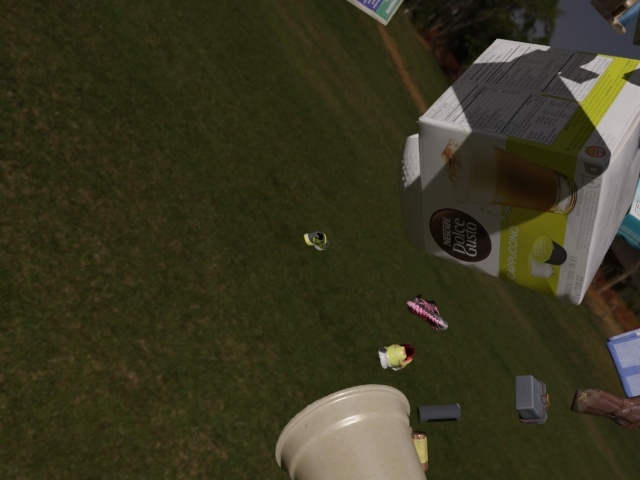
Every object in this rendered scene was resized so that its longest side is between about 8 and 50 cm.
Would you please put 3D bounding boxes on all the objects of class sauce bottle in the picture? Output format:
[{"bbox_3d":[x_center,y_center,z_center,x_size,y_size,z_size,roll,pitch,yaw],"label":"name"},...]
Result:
[{"bbox_3d":[0.239,0.530,1.484,0.042,0.042,0.128,7,81,-67],"label":"sauce bottle"}]

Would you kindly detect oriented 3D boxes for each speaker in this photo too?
[{"bbox_3d":[0.381,0.558,1.977,0.055,0.136,0.055,178,-90,-87],"label":"speaker"}]

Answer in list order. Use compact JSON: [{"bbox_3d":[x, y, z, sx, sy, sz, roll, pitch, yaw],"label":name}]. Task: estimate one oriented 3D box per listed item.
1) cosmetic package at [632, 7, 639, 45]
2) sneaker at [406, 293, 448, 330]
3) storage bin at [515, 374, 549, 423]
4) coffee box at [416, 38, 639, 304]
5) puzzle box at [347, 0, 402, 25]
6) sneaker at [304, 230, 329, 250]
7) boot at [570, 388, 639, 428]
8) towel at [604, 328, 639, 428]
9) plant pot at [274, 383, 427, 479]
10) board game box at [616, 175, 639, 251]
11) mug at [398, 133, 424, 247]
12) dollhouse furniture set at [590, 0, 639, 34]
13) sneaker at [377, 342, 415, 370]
[{"bbox_3d":[0.463,-0.358,0.647,0.160,0.310,0.113,10,3,0],"label":"cosmetic package"},{"bbox_3d":[0.262,0.167,1.456,0.119,0.057,0.047,35,-26,38],"label":"sneaker"},{"bbox_3d":[0.641,0.479,1.869,0.091,0.098,0.135,45,44,-42],"label":"storage bin"},{"bbox_3d":[0.415,-0.145,1.193,0.334,0.338,0.338,21,-39,31],"label":"coffee box"},{"bbox_3d":[0.151,-0.679,1.247,0.272,0.409,0.052,16,29,-42],"label":"puzzle box"},{"bbox_3d":[0.000,0.000,1.303,0.083,0.035,0.031,13,59,-57],"label":"sneaker"},{"bbox_3d":[0.418,0.220,0.848,0.114,0.106,0.037,23,36,-17],"label":"boot"},{"bbox_3d":[0.633,0.213,0.973,0.034,0.284,0.209,29,43,-65],"label":"towel"},{"bbox_3d":[0.103,0.535,1.310,0.334,0.334,0.305,38,16,-42],"label":"plant pot"},{"bbox_3d":[0.885,-0.078,1.541,0.253,0.079,0.336,36,53,2],"label":"board game box"},{"bbox_3d":[0.395,-0.166,1.850,0.374,0.276,0.328,18,-58,65],"label":"mug"},{"bbox_3d":[0.590,-0.325,0.918,0.286,0.198,0.303,-12,64,-55],"label":"dollhouse furniture set"},{"bbox_3d":[0.247,0.344,1.839,0.208,0.094,0.082,10,62,-67],"label":"sneaker"}]
